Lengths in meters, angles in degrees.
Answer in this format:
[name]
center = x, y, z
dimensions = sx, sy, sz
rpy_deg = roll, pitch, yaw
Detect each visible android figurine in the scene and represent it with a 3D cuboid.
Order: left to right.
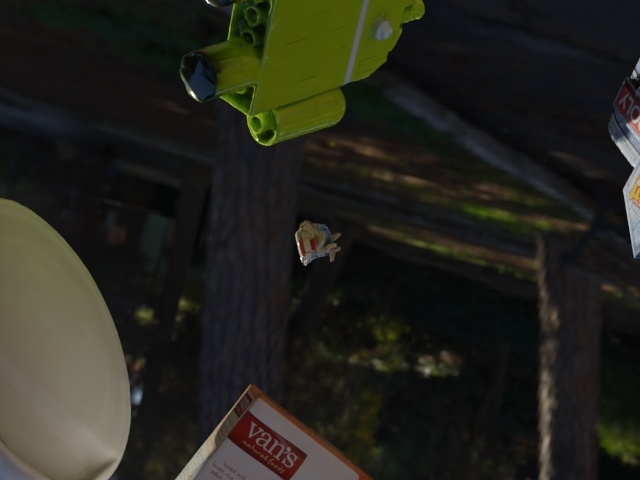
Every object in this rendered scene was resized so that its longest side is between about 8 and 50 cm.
[android figurine]
center = 0.003, -0.200, 1.092
dimensions = 0.056, 0.248, 0.273
rpy_deg = 36, -142, 30

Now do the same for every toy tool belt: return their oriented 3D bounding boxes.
[toy tool belt]
center = 0.000, 0.000, 1.457
dimensions = 0.051, 0.052, 0.083
rpy_deg = -14, -177, -3

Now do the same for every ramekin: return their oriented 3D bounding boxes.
[ramekin]
center = -0.291, 0.108, 1.137
dimensions = 0.127, 0.273, 0.273
rpy_deg = -23, 166, 17

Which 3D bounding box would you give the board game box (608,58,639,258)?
[board game box]
center = 0.310, -0.089, 1.130
dimensions = 0.060, 0.194, 0.194
rpy_deg = 3, -142, -25

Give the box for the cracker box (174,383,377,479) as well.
[cracker box]
center = -0.064, 0.256, 1.059
dimensions = 0.155, 0.232, 0.067
rpy_deg = 38, 177, -9
